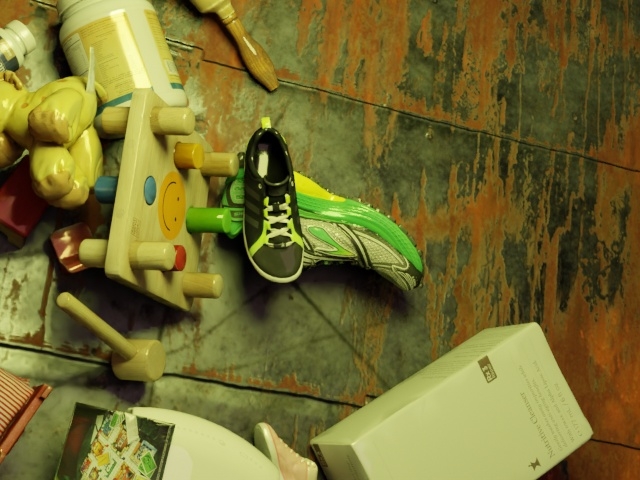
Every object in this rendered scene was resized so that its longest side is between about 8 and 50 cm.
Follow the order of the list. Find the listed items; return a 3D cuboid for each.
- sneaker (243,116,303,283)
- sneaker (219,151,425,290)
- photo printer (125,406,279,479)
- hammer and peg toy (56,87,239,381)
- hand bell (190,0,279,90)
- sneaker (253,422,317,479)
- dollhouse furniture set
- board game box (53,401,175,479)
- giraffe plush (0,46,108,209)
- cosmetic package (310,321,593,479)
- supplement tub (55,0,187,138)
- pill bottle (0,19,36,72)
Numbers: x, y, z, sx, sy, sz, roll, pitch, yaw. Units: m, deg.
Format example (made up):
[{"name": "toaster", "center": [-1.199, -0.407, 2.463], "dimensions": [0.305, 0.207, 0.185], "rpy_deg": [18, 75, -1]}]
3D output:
[{"name": "sneaker", "center": [-0.073, -0.055, 1.460], "dimensions": [0.084, 0.097, 0.235], "rpy_deg": [-9, 82, -6]}, {"name": "sneaker", "center": [0.000, 0.000, 1.588], "dimensions": [0.343, 0.134, 0.146], "rpy_deg": [24, 76, -9]}, {"name": "photo printer", "center": [-0.204, 0.393, 1.404], "dimensions": [0.256, 0.107, 0.308], "rpy_deg": [27, 69, -17]}, {"name": "hammer and peg toy", "center": [-0.219, 0.003, 1.396], "dimensions": [0.127, 0.266, 0.361], "rpy_deg": [3, 76, 15]}, {"name": "hand bell", "center": [-0.136, -0.338, 1.609], "dimensions": [0.126, 0.126, 0.242], "rpy_deg": [-44, 110, -26]}, {"name": "sneaker", "center": [-0.049, 0.323, 1.526], "dimensions": [0.070, 0.051, 0.134], "rpy_deg": [-21, 92, -29]}, {"name": "dollhouse furniture set", "center": [-0.407, 0.083, 1.350], "dimensions": [0.201, 0.152, 0.374], "rpy_deg": [36, 67, -14]}, {"name": "board game box", "center": [-0.280, 0.347, 1.312], "dimensions": [0.136, 0.030, 0.260], "rpy_deg": [15, 71, -6]}, {"name": "giraffe plush", "center": [-0.383, -0.150, 1.339], "dimensions": [0.170, 0.181, 0.210], "rpy_deg": [3, 82, 6]}, {"name": "cosmetic package", "center": [0.202, 0.306, 1.587], "dimensions": [0.385, 0.156, 0.217], "rpy_deg": [-30, 95, -28]}, {"name": "supplement tub", "center": [-0.288, -0.260, 1.484], "dimensions": [0.144, 0.144, 0.200], "rpy_deg": [-19, 87, -27]}, {"name": "pill bottle", "center": [-0.459, -0.255, 1.446], "dimensions": [0.067, 0.067, 0.120], "rpy_deg": [49, 64, -8]}]
